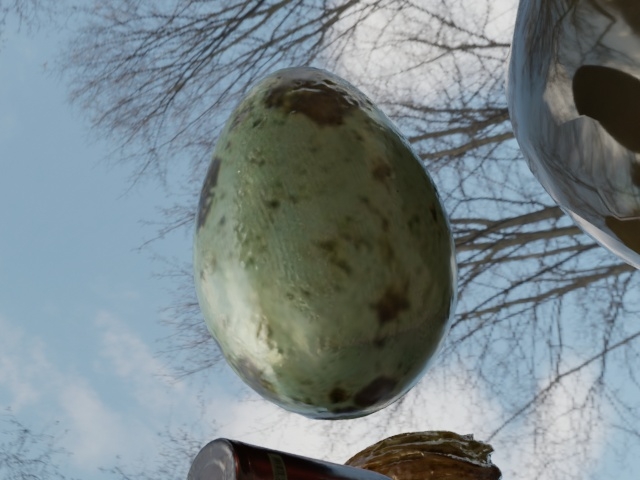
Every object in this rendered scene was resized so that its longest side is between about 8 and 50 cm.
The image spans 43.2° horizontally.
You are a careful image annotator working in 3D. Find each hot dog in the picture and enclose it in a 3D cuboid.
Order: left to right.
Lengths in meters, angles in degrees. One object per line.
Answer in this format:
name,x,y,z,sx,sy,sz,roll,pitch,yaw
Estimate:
hot dog,0.086,0.319,0.886,0.196,0.122,0.272,24,-85,-34

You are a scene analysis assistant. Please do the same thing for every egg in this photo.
egg,0.000,0.000,0.524,0.169,0.169,0.231,-8,-95,-29

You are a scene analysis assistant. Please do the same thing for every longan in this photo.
longan,0.326,-0.128,0.604,0.404,0.404,0.336,-12,-56,-29

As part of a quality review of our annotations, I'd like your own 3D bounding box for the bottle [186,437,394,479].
bottle,0.001,0.162,0.487,0.164,0.060,0.060,23,-109,-33
